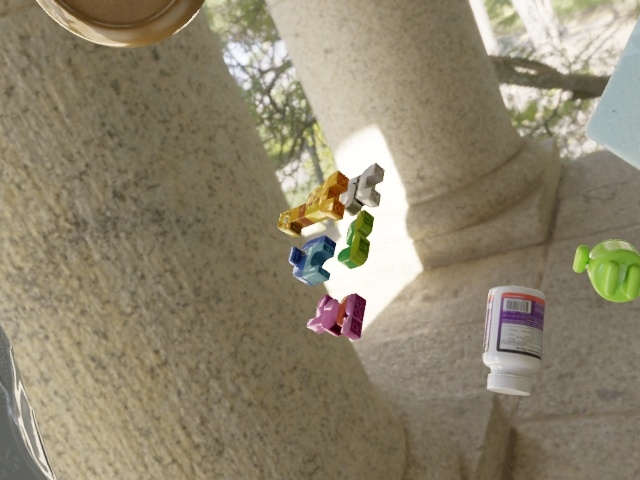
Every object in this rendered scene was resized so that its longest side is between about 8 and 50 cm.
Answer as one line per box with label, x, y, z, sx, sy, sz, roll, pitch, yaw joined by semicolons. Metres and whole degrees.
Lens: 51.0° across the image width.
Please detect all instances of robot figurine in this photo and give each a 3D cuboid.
robot figurine;0.371;0.036;0.840;0.101;0.066;0.115;5;14;16

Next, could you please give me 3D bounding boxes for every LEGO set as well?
LEGO set;0.000;0.000;0.768;0.093;0.087;0.227;-20;46;40

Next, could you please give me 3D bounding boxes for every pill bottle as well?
pill bottle;0.367;0.192;1.279;0.108;0.108;0.193;-7;66;46

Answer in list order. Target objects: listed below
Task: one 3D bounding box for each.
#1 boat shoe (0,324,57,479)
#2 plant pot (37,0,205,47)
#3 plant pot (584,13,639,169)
boat shoe;-0.214;0.141;0.393;0.109;0.094;0.302;-18;50;-36
plant pot;-0.240;-0.343;0.780;0.237;0.236;0.032;-23;24;4
plant pot;0.566;-0.190;0.890;0.247;0.247;0.252;-22;55;-21
